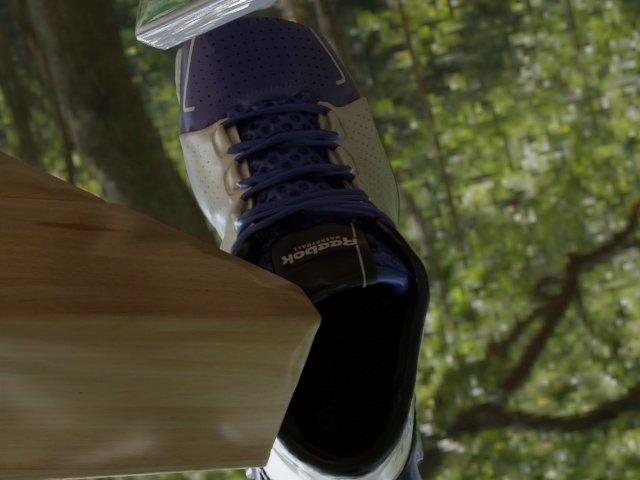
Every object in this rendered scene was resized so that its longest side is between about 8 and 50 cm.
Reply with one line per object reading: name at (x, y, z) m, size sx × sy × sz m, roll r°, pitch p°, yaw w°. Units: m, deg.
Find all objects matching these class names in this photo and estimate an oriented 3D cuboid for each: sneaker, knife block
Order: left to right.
knife block at (-0.166, 0.049, 0.618) m, size 0.276 × 0.088 × 0.242 m, roll 24°, pitch -152°, yaw 8°
sneaker at (0.000, 0.001, 0.827) m, size 0.127 × 0.315 × 0.182 m, roll -9°, pitch 159°, yaw -7°

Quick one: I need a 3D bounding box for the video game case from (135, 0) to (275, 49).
video game case at (-0.011, -0.205, 0.717) m, size 0.023 × 0.193 × 0.212 m, roll 19°, pitch 160°, yaw -35°
